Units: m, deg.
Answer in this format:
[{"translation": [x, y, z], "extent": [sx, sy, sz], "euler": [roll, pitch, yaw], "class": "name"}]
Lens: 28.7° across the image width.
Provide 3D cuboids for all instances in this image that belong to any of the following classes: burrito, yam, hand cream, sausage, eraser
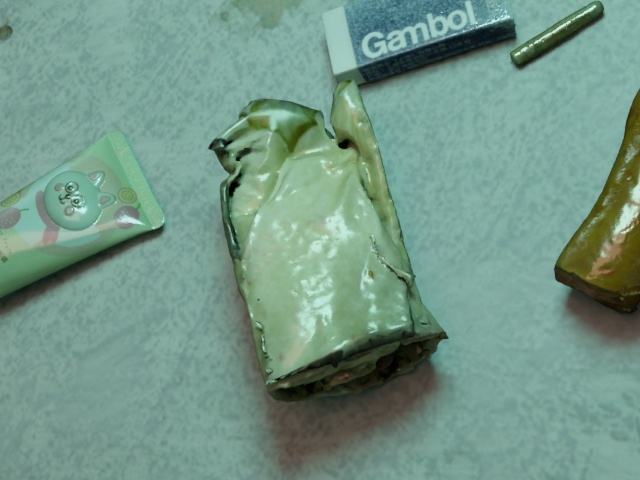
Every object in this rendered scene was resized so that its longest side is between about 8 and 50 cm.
[{"translation": [0.003, 0.000, 1.332], "extent": [0.190, 0.135, 0.332], "euler": [-19, 65, 7], "class": "burrito"}, {"translation": [0.263, -0.231, 1.391], "extent": [0.116, 0.021, 0.021], "euler": [-31, 64, 6], "class": "yam"}, {"translation": [-0.344, -0.005, 1.487], "extent": [0.305, 0.093, 0.147], "euler": [-28, 66, -3], "class": "hand cream"}, {"translation": [0.332, -0.060, 1.263], "extent": [0.108, 0.109, 0.271], "euler": [20, 79, 24], "class": "sausage"}, {"translation": [0.112, -0.249, 1.434], "extent": [0.212, 0.046, 0.092], "euler": [-16, 67, 13], "class": "eraser"}]
